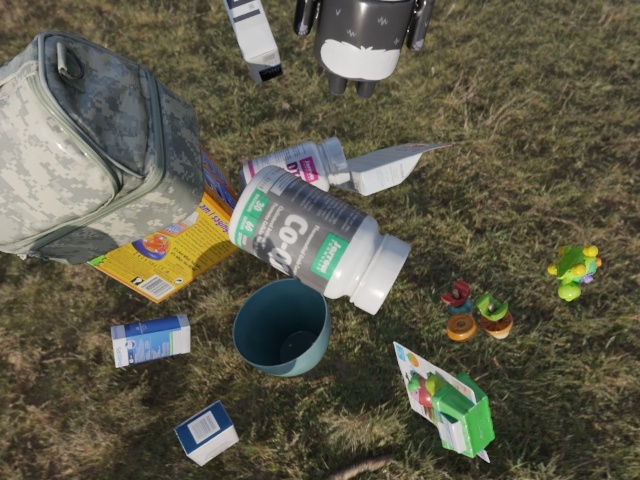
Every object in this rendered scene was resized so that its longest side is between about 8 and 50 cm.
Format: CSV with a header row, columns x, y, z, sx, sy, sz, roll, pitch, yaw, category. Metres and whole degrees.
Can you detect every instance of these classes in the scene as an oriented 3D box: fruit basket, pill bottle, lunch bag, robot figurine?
x,y,z,sx,sy,sz,roll,pitch,yaw,category
0.381,0.530,1.549,0.165,0.327,0.353,-32,29,-28,fruit basket
-0.068,-0.194,1.376,0.282,0.160,0.161,-19,61,0,pill bottle
-0.344,-0.111,0.608,0.304,0.256,0.213,-19,66,20,lunch bag
0.080,-0.412,0.877,0.209,0.278,0.173,-29,58,-34,robot figurine
0.000,0.000,1.041,0.360,0.204,0.204,28,66,8,pill bottle

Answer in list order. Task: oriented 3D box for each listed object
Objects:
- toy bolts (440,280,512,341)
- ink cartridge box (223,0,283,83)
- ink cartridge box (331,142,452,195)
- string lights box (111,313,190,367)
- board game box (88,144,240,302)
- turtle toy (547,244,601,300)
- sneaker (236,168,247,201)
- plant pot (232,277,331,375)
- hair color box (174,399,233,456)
x,y,z,sx,sy,sz,roll,pitch,yaw,category
0.503,0.271,1.597,0.218,0.159,0.228,-35,34,-10,toy bolts
-0.149,-0.449,0.798,0.065,0.165,0.333,-21,97,2,ink cartridge box
0.255,-0.281,1.785,0.384,0.091,0.308,-19,18,-18,ink cartridge box
-0.607,0.359,1.705,0.259,0.134,0.077,-7,34,-26,string lights box
-0.473,-0.113,1.360,0.356,0.356,0.356,-33,51,5,board game box
0.547,0.066,1.016,0.066,0.095,0.130,37,80,-10,turtle toy
-0.264,-0.104,1.563,0.120,0.099,0.263,-7,88,6,sneaker
-0.089,0.288,1.418,0.290,0.195,0.290,-12,46,13,plant pot
-0.400,0.701,1.706,0.173,0.347,0.105,-28,66,-20,hair color box
